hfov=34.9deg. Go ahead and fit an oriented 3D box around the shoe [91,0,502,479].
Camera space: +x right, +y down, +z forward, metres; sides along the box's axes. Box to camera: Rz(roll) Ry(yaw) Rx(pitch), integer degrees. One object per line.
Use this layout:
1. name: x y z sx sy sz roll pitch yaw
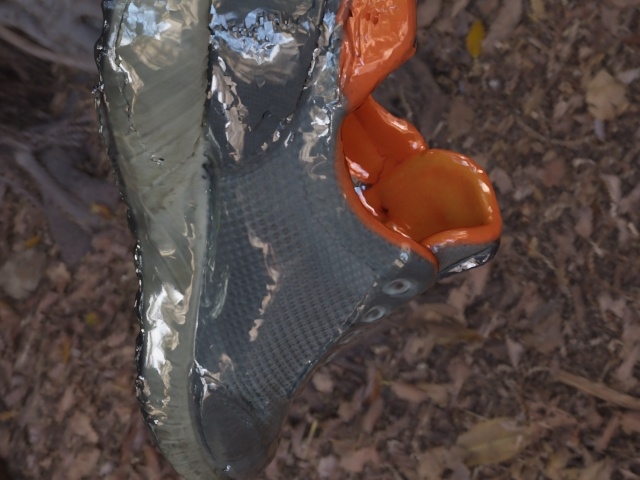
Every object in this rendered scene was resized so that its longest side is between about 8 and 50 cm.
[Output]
1. shoe: 0.000 0.000 0.499 0.132 0.171 0.336 -81 -7 -48
